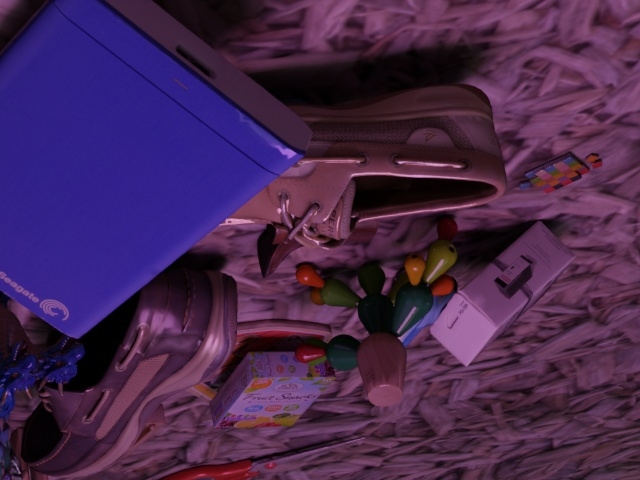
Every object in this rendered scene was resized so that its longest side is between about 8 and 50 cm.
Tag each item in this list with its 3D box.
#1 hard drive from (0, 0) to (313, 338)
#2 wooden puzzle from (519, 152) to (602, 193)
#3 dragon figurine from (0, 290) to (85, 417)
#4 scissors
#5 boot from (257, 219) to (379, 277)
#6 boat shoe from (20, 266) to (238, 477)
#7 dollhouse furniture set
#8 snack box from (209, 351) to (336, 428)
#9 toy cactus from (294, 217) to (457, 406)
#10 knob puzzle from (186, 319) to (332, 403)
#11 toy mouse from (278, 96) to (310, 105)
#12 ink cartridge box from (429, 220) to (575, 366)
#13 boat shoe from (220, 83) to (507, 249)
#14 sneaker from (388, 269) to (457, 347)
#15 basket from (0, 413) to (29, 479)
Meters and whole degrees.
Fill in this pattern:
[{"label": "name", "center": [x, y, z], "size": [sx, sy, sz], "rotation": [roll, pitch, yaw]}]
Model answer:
[{"label": "hard drive", "center": [-0.186, -0.057, 1.183], "size": [0.210, 0.040, 0.319], "rotation": [37, 132, -19]}, {"label": "wooden puzzle", "center": [0.232, -0.065, 1.476], "size": [0.083, 0.006, 0.049], "rotation": [-25, 150, 25]}, {"label": "dragon figurine", "center": [-0.343, 0.125, 1.456], "size": [0.289, 0.144, 0.085], "rotation": [-30, 147, 32]}, {"label": "scissors", "center": [-0.088, 0.303, 2.041], "size": [0.297, 0.021, 0.109], "rotation": [-22, 150, 22]}, {"label": "boot", "center": [0.000, 0.000, 1.482], "size": [0.114, 0.037, 0.106], "rotation": [-8, 155, -19]}, {"label": "boat shoe", "center": [-0.225, 0.125, 1.554], "size": [0.130, 0.132, 0.355], "rotation": [22, 132, -31]}, {"label": "dollhouse furniture set", "center": [-0.276, 0.276, 1.798], "size": [0.151, 0.123, 0.144], "rotation": [7, 148, -33]}, {"label": "snack box", "center": [-0.056, 0.169, 1.710], "size": [0.100, 0.037, 0.141], "rotation": [0, 151, -25]}, {"label": "toy cactus", "center": [0.055, 0.080, 1.514], "size": [0.219, 0.180, 0.112], "rotation": [-30, 128, 22]}, {"label": "knob puzzle", "center": [-0.075, 0.140, 1.723], "size": [0.213, 0.030, 0.213], "rotation": [-10, 153, -5]}, {"label": "toy mouse", "center": [-0.034, -0.087, 1.297], "size": [0.143, 0.031, 0.161], "rotation": [-16, 153, 8]}, {"label": "ink cartridge box", "center": [0.187, 0.056, 1.566], "size": [0.135, 0.056, 0.099], "rotation": [-38, 167, -30]}, {"label": "boat shoe", "center": [0.000, -0.048, 1.239], "size": [0.302, 0.098, 0.109], "rotation": [-10, 153, -1]}, {"label": "sneaker", "center": [0.105, 0.087, 1.659], "size": [0.073, 0.063, 0.162], "rotation": [-4, 153, -22]}, {"label": "basket", "center": [-0.409, 0.309, 1.563], "size": [0.201, 0.289, 0.255], "rotation": [12, -173, -6]}]
